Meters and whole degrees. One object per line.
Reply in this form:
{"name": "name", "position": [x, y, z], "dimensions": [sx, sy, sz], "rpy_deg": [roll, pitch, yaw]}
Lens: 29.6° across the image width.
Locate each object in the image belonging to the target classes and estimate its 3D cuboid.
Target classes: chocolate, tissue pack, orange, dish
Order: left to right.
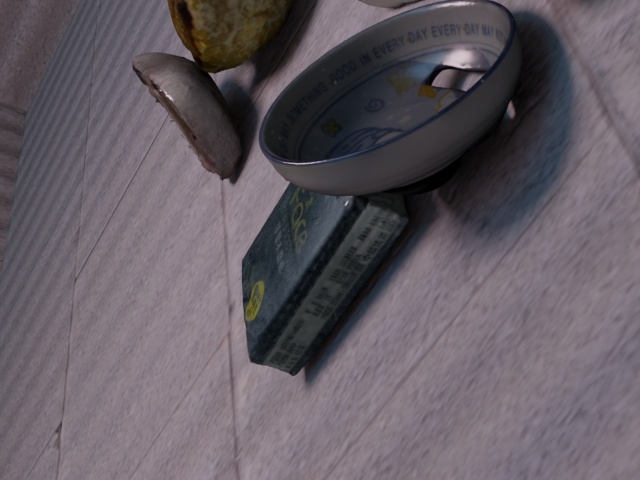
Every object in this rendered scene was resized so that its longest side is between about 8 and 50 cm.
{"name": "chocolate", "position": [-0.202, -0.213, 1.922], "dimensions": [0.100, 0.185, 0.303], "rpy_deg": [-32, 25, -4]}
{"name": "orange", "position": [-0.148, -0.409, 1.877], "dimensions": [0.368, 0.210, 0.270], "rpy_deg": [-119, 22, -60]}
{"name": "tissue pack", "position": [0.000, 0.000, 1.362], "dimensions": [0.257, 0.081, 0.185], "rpy_deg": [-56, 26, 31]}
{"name": "dish", "position": [0.089, -0.112, 1.201], "dimensions": [0.273, 0.133, 0.273], "rpy_deg": [-23, 30, 15]}

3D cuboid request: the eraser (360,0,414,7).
{"name": "eraser", "position": [0.118, -0.446, 1.398], "dimensions": [0.331, 0.150, 0.331], "rpy_deg": [-49, 31, 45]}
